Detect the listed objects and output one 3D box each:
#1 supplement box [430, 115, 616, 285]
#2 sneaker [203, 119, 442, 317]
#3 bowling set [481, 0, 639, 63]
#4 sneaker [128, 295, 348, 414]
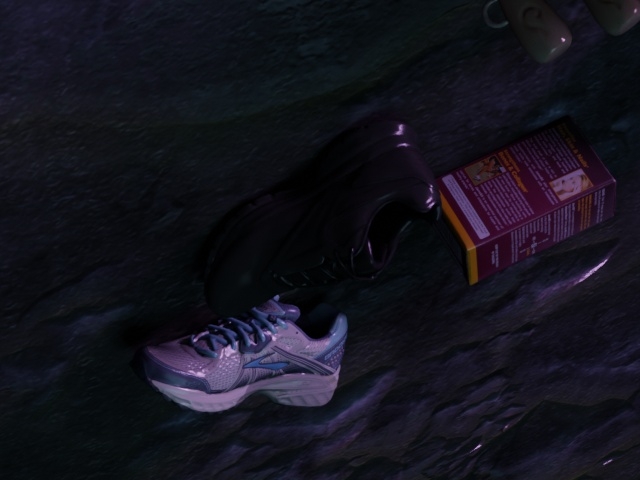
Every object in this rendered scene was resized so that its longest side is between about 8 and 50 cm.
[{"bbox_3d":[0.223,-0.045,1.891,0.188,0.104,0.081,-25,148,-8],"label":"supplement box"},{"bbox_3d":[0.000,0.000,1.750,0.286,0.130,0.109,-39,149,16],"label":"sneaker"},{"bbox_3d":[0.274,-0.287,1.593,0.287,0.154,0.200,-37,166,8],"label":"bowling set"},{"bbox_3d":[-0.087,0.113,1.890,0.283,0.110,0.122,0,120,-43],"label":"sneaker"}]
